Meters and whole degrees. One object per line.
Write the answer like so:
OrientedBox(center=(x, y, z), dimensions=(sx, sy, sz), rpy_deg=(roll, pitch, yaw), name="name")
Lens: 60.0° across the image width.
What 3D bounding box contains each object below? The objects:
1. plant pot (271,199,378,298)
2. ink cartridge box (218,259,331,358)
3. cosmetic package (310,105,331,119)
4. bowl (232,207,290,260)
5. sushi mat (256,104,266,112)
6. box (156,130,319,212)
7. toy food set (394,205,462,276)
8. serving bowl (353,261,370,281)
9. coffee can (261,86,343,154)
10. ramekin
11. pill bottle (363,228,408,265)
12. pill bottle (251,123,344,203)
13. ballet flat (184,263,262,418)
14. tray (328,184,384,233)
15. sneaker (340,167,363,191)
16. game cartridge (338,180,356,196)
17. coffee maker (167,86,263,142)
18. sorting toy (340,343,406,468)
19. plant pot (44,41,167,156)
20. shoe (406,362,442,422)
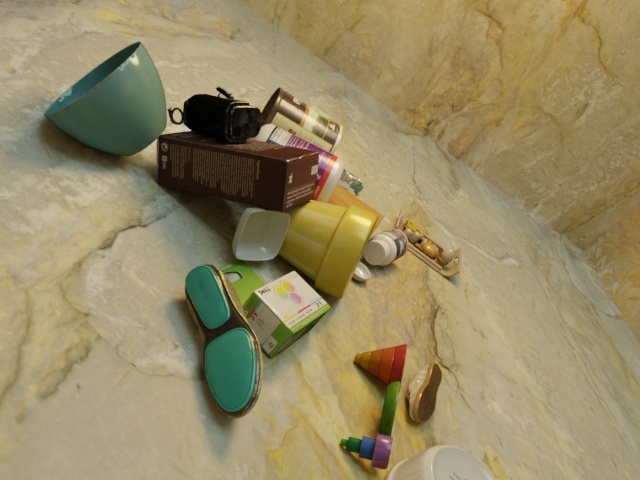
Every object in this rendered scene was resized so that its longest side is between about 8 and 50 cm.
OrientedBox(center=(0.000, 0.000, 1.516), dimensions=(0.239, 0.254, 0.254), rpy_deg=(23, 26, 6), name="plant pot")
OrientedBox(center=(-0.129, 0.124, 1.296), dimensions=(0.255, 0.097, 0.189), rpy_deg=(45, 27, 11), name="ink cartridge box")
OrientedBox(center=(-0.036, -0.540, 2.484), dimensions=(0.099, 0.060, 0.239), rpy_deg=(41, 27, 1), name="cosmetic package")
OrientedBox(center=(-0.157, -0.021, 1.398), dimensions=(0.142, 0.142, 0.053), rpy_deg=(3, 25, -44), name="bowl")
OrientedBox(center=(-0.133, -0.444, 2.261), dimensions=(0.316, 0.019, 0.151), rpy_deg=(39, 28, 3), name="sushi mat")
OrientedBox(center=(-0.216, -0.190, 1.454), dimensions=(0.381, 0.143, 0.191), rpy_deg=(12, 19, 21), name="box")
OrientedBox(center=(0.427, -0.004, 2.186), dimensions=(0.306, 0.092, 0.219), rpy_deg=(37, 27, -4), name="toy food set")
OrientedBox(center=(0.113, 0.097, 1.712), dimensions=(0.083, 0.027, 0.083), rpy_deg=(30, 28, -18), name="serving bowl")
OrientedBox(center=(-0.085, -0.409, 2.063), dimensions=(0.275, 0.201, 0.201), rpy_deg=(28, 28, -19), name="coffee can")
OrientedBox(center=(0.263, 0.537, 1.102), dimensions=(0.273, 0.127, 0.273), rpy_deg=(29, 29, -17), name="ramekin")
OrientedBox(center=(0.216, 0.026, 1.862), dimensions=(0.108, 0.108, 0.180), rpy_deg=(45, 28, 14), name="pill bottle")
OrientedBox(center=(-0.103, -0.221, 1.626), dimensions=(0.323, 0.181, 0.181), rpy_deg=(26, 28, -3), name="pill bottle")
OrientedBox(center=(-0.182, 0.199, 1.115), dimensions=(0.123, 0.123, 0.348), rpy_deg=(11, 39, -42), name="ballet flat")
OrientedBox(center=(-0.009, -0.128, 1.783), dimensions=(0.411, 0.076, 0.203), rpy_deg=(35, 40, 4), name="tray")
OrientedBox(center=(0.103, -0.255, 2.232), dimensions=(0.166, 0.065, 0.076), rpy_deg=(43, 10, 2), name="sneaker")
OrientedBox(center=(0.050, -0.140, 1.980), dimensions=(0.196, 0.060, 0.294), rpy_deg=(29, 28, -25), name="game cartridge")
OrientedBox(center=(-0.268, -0.313, 1.444), dimensions=(0.178, 0.120, 0.171), rpy_deg=(22, 46, 40), name="coffee maker")
OrientedBox(center=(0.117, 0.358, 1.268), dimensions=(0.126, 0.127, 0.365), rpy_deg=(11, 28, 10), name="sorting toy")
OrientedBox(center=(-0.501, -0.328, 1.389), dimensions=(0.195, 0.290, 0.290), rpy_deg=(53, 17, -32), name="plant pot")
OrientedBox(center=(0.258, 0.390, 1.416), dimensions=(0.219, 0.058, 0.076), rpy_deg=(-40, 110, -59), name="shoe")
